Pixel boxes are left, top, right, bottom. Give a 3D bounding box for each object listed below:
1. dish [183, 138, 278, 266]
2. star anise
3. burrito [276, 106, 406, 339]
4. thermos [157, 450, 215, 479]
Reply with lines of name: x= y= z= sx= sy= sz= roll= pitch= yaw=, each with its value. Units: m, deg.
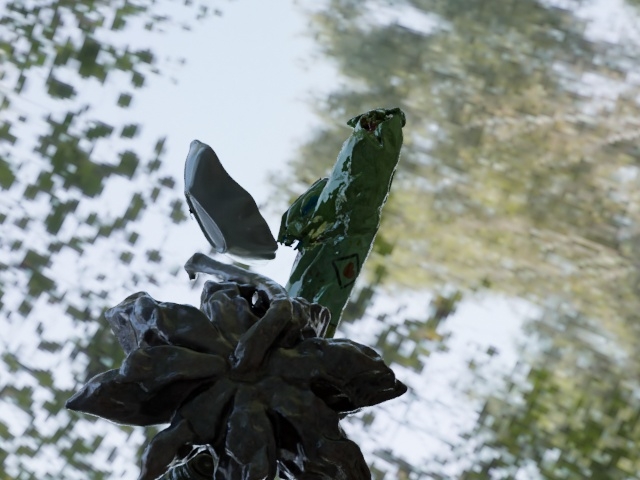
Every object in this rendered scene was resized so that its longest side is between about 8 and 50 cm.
dish: x=-0.097 y=-0.027 z=1.570 sx=0.039 sy=0.091 sz=0.137 roll=-34 pitch=-85 yaw=-25
star anise: x=-0.055 y=0.085 z=1.107 sx=0.230 sy=0.262 sz=0.081 roll=-3 pitch=-44 yaw=-10
burrito: x=0.000 y=0.000 z=1.574 sx=0.054 sy=0.104 sz=0.288 roll=16 pitch=-80 yaw=-49
thermos: x=-0.128 y=0.236 z=1.290 sx=0.073 sy=0.083 sz=0.188 roll=6 pitch=-49 yaw=-37
